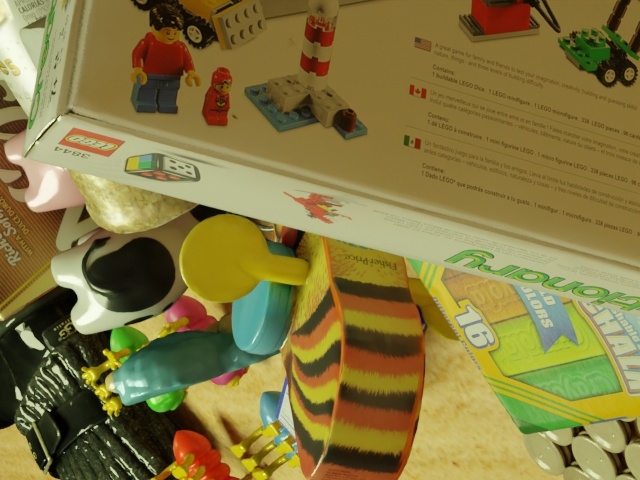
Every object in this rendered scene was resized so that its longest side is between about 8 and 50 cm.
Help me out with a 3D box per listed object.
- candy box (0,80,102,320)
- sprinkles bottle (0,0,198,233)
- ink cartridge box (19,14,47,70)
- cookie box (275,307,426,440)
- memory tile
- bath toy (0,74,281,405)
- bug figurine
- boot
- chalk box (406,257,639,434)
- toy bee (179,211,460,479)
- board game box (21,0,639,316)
[{"bbox_3d":[-0.259,-0.118,1.302,0.087,0.183,0.316,-1,119,60],"label":"candy box"},{"bbox_3d":[-0.174,-0.172,1.049,0.121,0.121,0.355,17,144,52],"label":"sprinkles bottle"},{"bbox_3d":[-0.067,-0.129,0.978,0.127,0.175,0.072,9,127,56],"label":"ink cartridge box"},{"bbox_3d":[0.021,0.090,1.171,0.040,0.092,0.107,49,153,21],"label":"cookie box"},{"bbox_3d":[0.174,0.123,1.040,0.113,0.012,0.148,42,151,26],"label":"memory tile"},{"bbox_3d":[-0.141,-0.058,1.240,0.129,0.151,0.348,-18,102,27],"label":"bath toy"},{"bbox_3d":[-0.089,0.147,1.435,0.216,0.072,0.279,52,149,-5],"label":"bug figurine"},{"bbox_3d":[-0.259,0.192,1.705,0.260,0.131,0.348,53,153,6],"label":"boot"},{"bbox_3d":[0.158,-0.004,0.792,0.132,0.132,0.213,57,154,-3],"label":"chalk box"},{"bbox_3d":[0.000,0.000,1.034,0.298,0.195,0.162,48,129,39],"label":"toy bee"},{"bbox_3d":[0.056,-0.088,0.623,0.053,0.305,0.193,-30,49,61],"label":"board game box"}]
